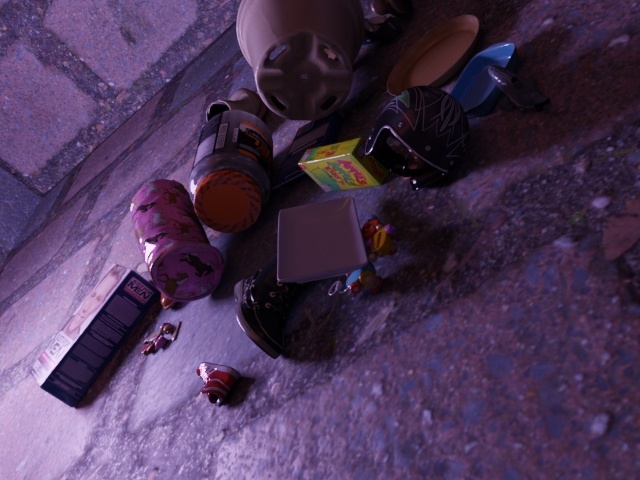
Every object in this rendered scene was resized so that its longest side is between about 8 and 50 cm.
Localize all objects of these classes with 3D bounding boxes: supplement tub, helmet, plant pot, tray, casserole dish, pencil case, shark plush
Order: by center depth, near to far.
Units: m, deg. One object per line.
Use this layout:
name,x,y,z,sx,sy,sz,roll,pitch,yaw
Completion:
shark plush,0.322,-0.241,1.121,0.073,0.067,0.161,-36,29,19
helmet,0.170,-0.179,1.155,0.161,0.169,0.169,-40,23,52
tray,0.000,0.000,1.180,0.145,0.030,0.270,-12,27,3
casserole dish,0.296,-0.285,1.253,0.114,0.037,0.188,-1,53,55
plant pot,0.245,-0.387,1.470,0.236,0.032,0.236,-35,30,24
pencil case,-0.341,-0.007,1.614,0.167,0.160,0.386,-32,34,-3
supplement tub,-0.212,-0.167,1.652,0.193,0.193,0.316,-36,30,21
plant pot,-0.042,-0.455,1.662,0.334,0.334,0.305,-35,33,22

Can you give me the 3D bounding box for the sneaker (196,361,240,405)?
sneaker,-0.198,0.257,1.227,0.118,0.042,0.067,-8,43,48

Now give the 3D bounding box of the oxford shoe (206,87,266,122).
oxford shoe,-0.259,-0.385,2.065,0.140,0.146,0.397,-38,28,19

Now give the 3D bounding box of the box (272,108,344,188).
box,-0.029,-0.208,1.615,0.136,0.036,0.225,-22,34,40

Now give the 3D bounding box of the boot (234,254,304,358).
boot,-0.062,0.087,1.215,0.178,0.085,0.236,-41,27,6

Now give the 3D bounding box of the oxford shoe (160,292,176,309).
oxford shoe,-0.373,0.091,1.670,0.076,0.076,0.212,-38,30,13

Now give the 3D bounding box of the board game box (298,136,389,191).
board game box,0.044,-0.147,1.368,0.181,0.092,0.043,-2,51,55

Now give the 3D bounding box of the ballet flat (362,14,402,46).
ballet flat,0.141,-0.558,1.807,0.074,0.074,0.203,-51,27,-8

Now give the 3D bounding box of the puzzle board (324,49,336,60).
puzzle board,0.029,-0.547,2.020,0.096,0.011,0.128,-52,28,-13

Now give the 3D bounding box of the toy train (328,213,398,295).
toy train,0.081,0.029,1.136,0.125,0.046,0.166,-19,39,60

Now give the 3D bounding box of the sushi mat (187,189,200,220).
sushi mat,-0.352,-0.096,1.864,0.316,0.019,0.151,-12,43,26

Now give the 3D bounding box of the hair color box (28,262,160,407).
hair color box,-0.570,0.229,1.733,0.347,0.105,0.174,-55,28,-17

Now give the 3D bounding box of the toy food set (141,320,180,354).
toy food set,-0.367,0.221,1.544,0.122,0.019,0.078,-32,31,27

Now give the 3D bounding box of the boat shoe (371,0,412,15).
boat shoe,0.185,-0.633,1.833,0.095,0.095,0.257,-37,17,25
